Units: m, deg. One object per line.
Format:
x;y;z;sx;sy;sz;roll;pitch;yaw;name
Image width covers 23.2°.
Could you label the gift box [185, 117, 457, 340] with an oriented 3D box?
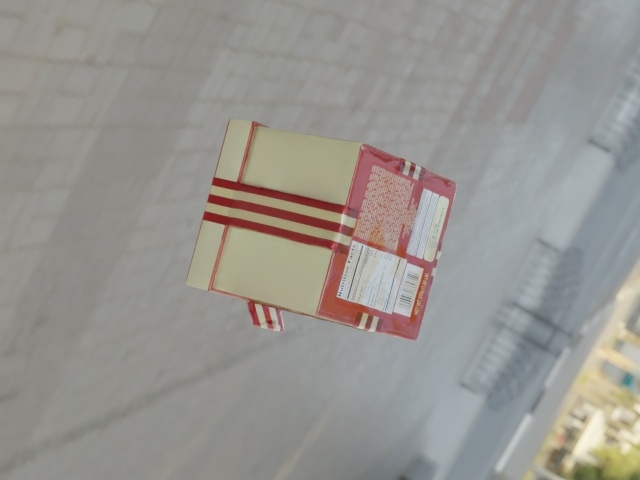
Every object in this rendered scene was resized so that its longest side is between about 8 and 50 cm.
0.000;0.000;2.012;0.276;0.258;0.255;26;80;-51;gift box
